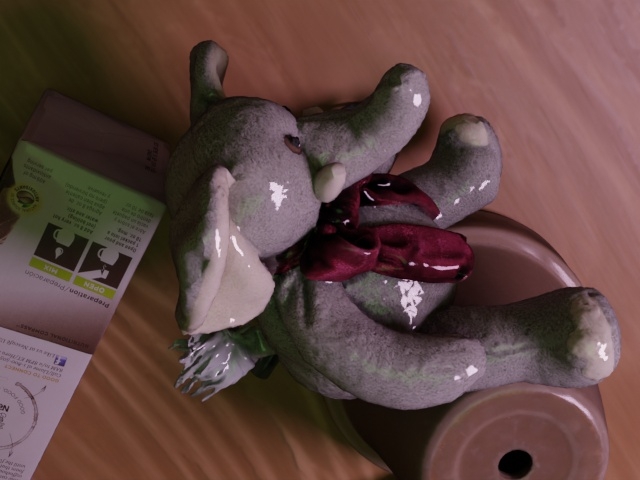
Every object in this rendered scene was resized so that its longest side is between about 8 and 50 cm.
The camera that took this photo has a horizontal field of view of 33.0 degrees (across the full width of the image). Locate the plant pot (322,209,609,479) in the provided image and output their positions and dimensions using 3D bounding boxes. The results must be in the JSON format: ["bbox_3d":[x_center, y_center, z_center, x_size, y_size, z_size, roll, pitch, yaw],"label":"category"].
[{"bbox_3d":[0.133,0.133,0.913,0.263,0.229,0.263,-2,112,-6],"label":"plant pot"}]

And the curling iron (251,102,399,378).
[{"bbox_3d":[0.000,0.000,0.948,0.068,0.035,0.274,20,106,-18],"label":"curling iron"}]

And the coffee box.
[{"bbox_3d":[-0.235,0.049,0.867,0.118,0.168,0.297,24,105,-15],"label":"coffee box"}]

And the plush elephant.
[{"bbox_3d":[0.004,-0.020,0.762,0.330,0.272,0.255,-19,137,7],"label":"plush elephant"}]
